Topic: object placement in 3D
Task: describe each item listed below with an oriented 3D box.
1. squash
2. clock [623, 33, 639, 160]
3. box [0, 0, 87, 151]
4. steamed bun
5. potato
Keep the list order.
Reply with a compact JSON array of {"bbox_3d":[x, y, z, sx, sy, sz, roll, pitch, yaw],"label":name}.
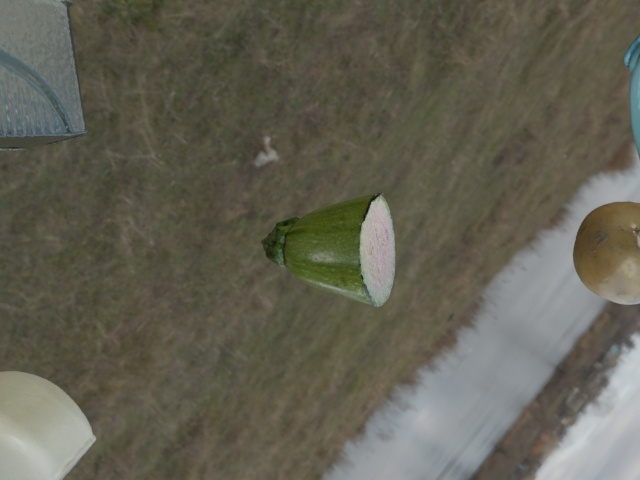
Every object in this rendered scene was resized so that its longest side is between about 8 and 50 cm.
[{"bbox_3d":[-0.005,0.007,0.799,0.105,0.132,0.105,2,90,-69],"label":"squash"},{"bbox_3d":[0.358,-0.107,0.679,0.094,0.224,0.274,-42,131,-15],"label":"clock"},{"bbox_3d":[-0.375,-0.188,0.914,0.138,0.178,0.274,-9,-177,30],"label":"box"},{"bbox_3d":[-0.385,0.256,0.944,0.241,0.164,0.146,-46,-176,17],"label":"steamed bun"},{"bbox_3d":[0.323,0.015,0.887,0.147,0.112,0.112,-15,142,-45],"label":"potato"}]
